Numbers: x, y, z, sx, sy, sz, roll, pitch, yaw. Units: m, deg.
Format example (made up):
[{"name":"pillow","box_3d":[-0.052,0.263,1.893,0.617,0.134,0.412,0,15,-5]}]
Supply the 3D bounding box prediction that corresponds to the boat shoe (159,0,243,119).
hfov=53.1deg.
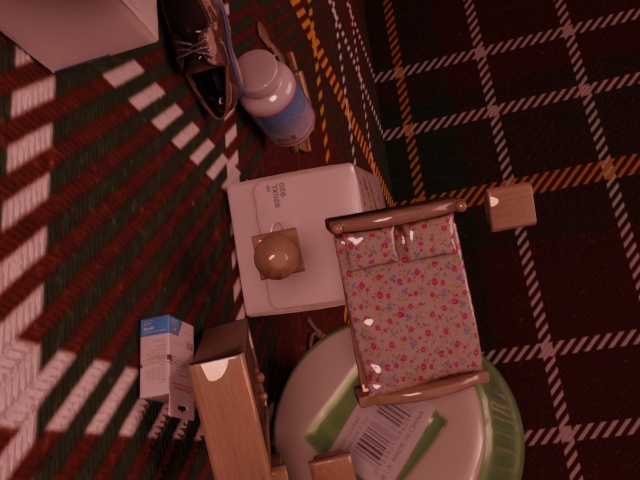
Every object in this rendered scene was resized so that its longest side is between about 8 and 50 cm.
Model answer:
[{"name":"boat shoe","box_3d":[-0.132,-0.217,0.724,0.183,0.066,0.066,65,21,-47]}]

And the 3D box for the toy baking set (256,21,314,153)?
[{"name":"toy baking set","box_3d":[-0.055,-0.278,1.184,0.197,0.030,0.256,-65,142,-68]}]

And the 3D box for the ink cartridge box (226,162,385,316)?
[{"name":"ink cartridge box","box_3d":[0.000,0.000,0.877,0.233,0.168,0.171,-4,84,-76]}]

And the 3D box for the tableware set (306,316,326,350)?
[{"name":"tableware set","box_3d":[0.024,0.218,1.087,0.194,0.039,0.128,60,23,-55]}]

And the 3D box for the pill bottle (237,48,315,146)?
[{"name":"pill bottle","box_3d":[-0.069,-0.208,0.940,0.160,0.087,0.087,48,33,-67]}]

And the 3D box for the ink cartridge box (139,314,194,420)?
[{"name":"ink cartridge box","box_3d":[-0.129,0.110,0.543,0.048,0.028,0.083,51,31,-64]}]

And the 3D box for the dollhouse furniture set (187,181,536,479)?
[{"name":"dollhouse furniture set","box_3d":[0.074,0.126,0.600,0.174,0.356,0.303,-136,-146,-83]}]

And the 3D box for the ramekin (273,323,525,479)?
[{"name":"ramekin","box_3d":[0.089,0.242,0.800,0.148,0.303,0.303,42,39,-58]}]

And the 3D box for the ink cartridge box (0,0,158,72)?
[{"name":"ink cartridge box","box_3d":[-0.180,-0.214,0.458,0.090,0.092,0.143,43,36,-67]}]
